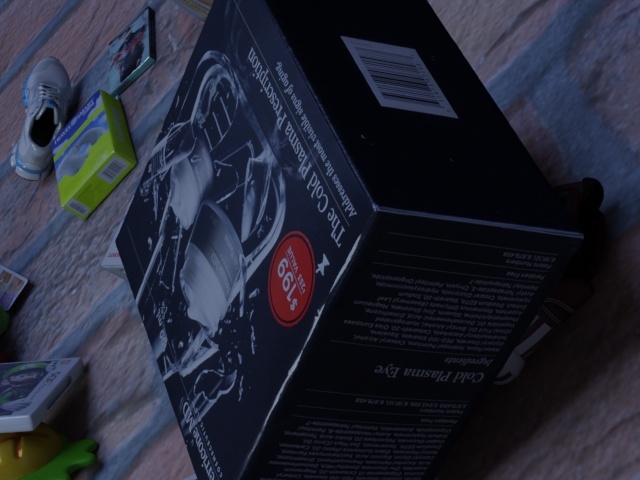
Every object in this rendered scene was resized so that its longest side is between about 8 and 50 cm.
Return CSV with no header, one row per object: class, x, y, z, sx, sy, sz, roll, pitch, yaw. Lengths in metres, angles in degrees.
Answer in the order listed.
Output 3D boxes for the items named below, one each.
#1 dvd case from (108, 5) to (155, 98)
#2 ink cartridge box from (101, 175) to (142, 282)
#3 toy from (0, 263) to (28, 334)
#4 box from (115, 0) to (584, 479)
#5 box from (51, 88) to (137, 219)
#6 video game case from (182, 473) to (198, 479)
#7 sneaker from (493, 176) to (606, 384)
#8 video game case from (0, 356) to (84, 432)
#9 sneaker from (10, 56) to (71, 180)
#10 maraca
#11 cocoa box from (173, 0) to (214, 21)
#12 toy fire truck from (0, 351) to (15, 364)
dvd case,-0.258,-0.257,2.142,0.087,0.013,0.119,-38,35,26
ink cartridge box,-0.188,-0.012,1.792,0.088,0.052,0.122,-2,59,53
toy,-0.479,0.080,2.096,0.237,0.056,0.136,19,76,57
box,0.000,0.000,1.240,0.312,0.179,0.343,-65,33,32
box,-0.298,-0.119,2.045,0.109,0.042,0.178,-45,34,17
video game case,-0.035,0.260,1.370,0.285,0.025,0.204,-29,41,37
sneaker,0.155,-0.023,1.313,0.162,0.106,0.281,-39,46,18
video game case,-0.379,0.175,1.746,0.190,0.022,0.173,-6,16,12
sneaker,-0.374,-0.179,2.159,0.083,0.071,0.190,132,146,-54
maraca,-0.325,0.243,1.705,0.186,0.099,0.127,0,29,37
cocoa box,-0.166,-0.449,1.874,0.228,0.347,0.231,4,66,55
toy fire truck,-0.502,0.180,1.927,0.254,0.169,0.302,-38,48,1
